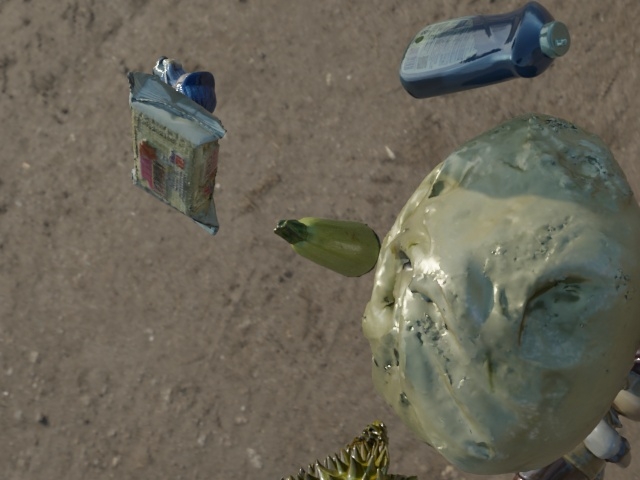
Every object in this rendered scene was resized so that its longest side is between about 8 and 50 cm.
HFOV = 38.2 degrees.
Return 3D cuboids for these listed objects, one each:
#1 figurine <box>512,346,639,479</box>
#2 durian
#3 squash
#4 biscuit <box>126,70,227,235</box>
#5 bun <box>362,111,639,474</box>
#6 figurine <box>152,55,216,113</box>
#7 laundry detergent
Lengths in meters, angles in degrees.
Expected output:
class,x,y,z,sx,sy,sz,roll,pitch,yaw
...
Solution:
class,x,y,z,sx,sy,sz,roll,pitch,yaw
figurine,0.411,0.210,1.235,0.206,0.218,0.364,19,80,40
durian,0.012,0.321,0.959,0.172,0.166,0.306,-7,54,49
squash,0.000,0.000,1.418,0.094,0.224,0.094,-6,78,32
biscuit,-0.227,-0.134,1.473,0.186,0.309,0.079,35,60,9
bun,0.167,0.046,0.940,0.235,0.326,0.361,12,91,-14
figurine,-0.237,-0.266,1.590,0.149,0.086,0.087,36,85,36
laundry detergent,0.176,-0.200,0.967,0.206,0.061,0.096,2,48,52
